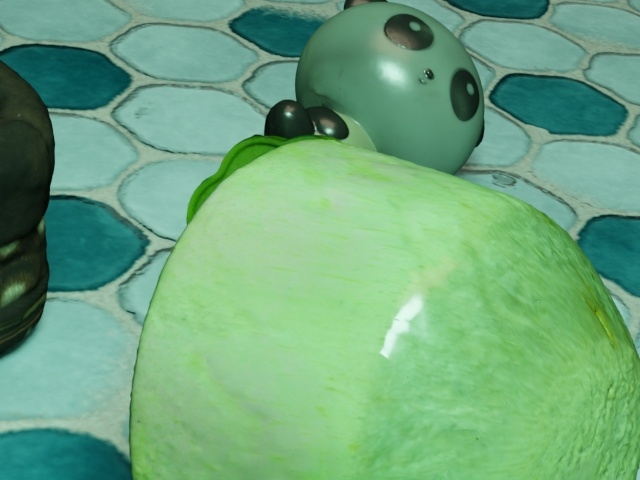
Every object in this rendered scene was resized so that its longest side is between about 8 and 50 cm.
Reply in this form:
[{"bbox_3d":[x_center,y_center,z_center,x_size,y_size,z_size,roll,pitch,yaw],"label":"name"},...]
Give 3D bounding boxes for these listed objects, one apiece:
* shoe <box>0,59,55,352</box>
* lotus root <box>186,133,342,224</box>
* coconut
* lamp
[{"bbox_3d":[-0.386,-0.060,1.101,0.384,0.237,0.171,14,30,7],"label":"shoe"},{"bbox_3d":[0.000,0.000,1.215,0.186,0.186,0.186,7,30,-4],"label":"lotus root"},{"bbox_3d":[0.028,0.085,0.905,0.329,0.281,0.328,5,15,-1],"label":"coconut"},{"bbox_3d":[0.050,-0.120,1.406,0.198,0.197,0.244,23,48,22],"label":"lamp"}]
